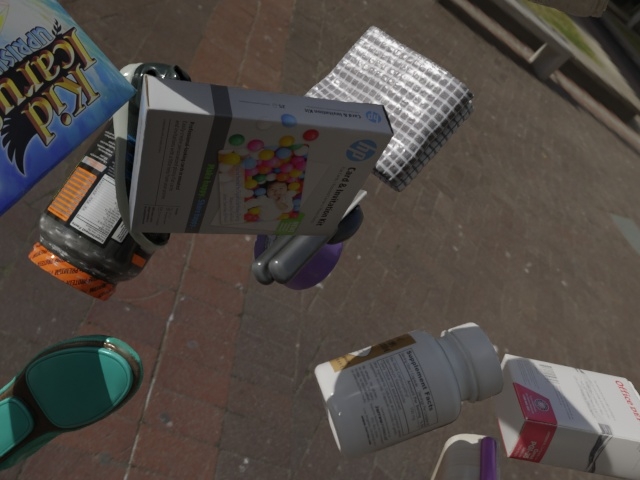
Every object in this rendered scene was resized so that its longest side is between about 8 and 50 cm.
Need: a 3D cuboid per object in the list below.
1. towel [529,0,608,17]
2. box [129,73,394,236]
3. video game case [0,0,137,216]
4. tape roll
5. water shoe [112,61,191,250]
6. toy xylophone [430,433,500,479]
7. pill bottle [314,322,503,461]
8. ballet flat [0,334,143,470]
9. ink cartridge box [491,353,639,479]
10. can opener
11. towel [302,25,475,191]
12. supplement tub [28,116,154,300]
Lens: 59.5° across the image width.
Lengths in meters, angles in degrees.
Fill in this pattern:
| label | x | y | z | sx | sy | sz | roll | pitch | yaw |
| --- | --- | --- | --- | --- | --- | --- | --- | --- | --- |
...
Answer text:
| label | x | y | z | sx | sy | sz | roll | pitch | yaw |
| --- | --- | --- | --- | --- | --- | --- | --- | --- | --- |
| towel | 0.486 | -0.591 | 1.177 | 0.282 | 0.187 | 0.049 | 31 | 62 | 21 |
| box | -0.055 | -0.058 | 0.460 | 0.186 | 0.145 | 0.038 | 0 | 56 | -24 |
| video game case | -0.306 | -0.124 | 0.400 | 0.244 | 0.061 | 0.269 | 51 | 48 | -26 |
| tape roll | -0.048 | 0.007 | 1.220 | 0.080 | 0.189 | 0.189 | 36 | 32 | -45 |
| water shoe | -0.171 | -0.085 | 0.599 | 0.080 | 0.203 | 0.073 | 1 | 17 | 13 |
| toy xylophone | 0.219 | 0.493 | 0.959 | 0.081 | 0.323 | 0.236 | 16 | 39 | 10 |
| pill bottle | 0.117 | 0.194 | 0.753 | 0.229 | 0.131 | 0.131 | -18 | 61 | -7 |
| ballet flat | -0.257 | 0.149 | 0.550 | 0.083 | 0.247 | 0.087 | 58 | 17 | -2 |
| ink cartridge box | 0.528 | 0.370 | 1.181 | 0.283 | 0.117 | 0.207 | 11 | 27 | 0 |
| can opener | 0.000 | 0.000 | 0.950 | 0.283 | 0.076 | 0.095 | -47 | 120 | -43 |
| towel | 0.122 | -0.267 | 1.106 | 0.283 | 0.235 | 0.121 | 42 | 5 | 24 |
| supplement tub | -0.380 | -0.069 | 1.066 | 0.207 | 0.207 | 0.338 | 34 | 80 | -13 |
